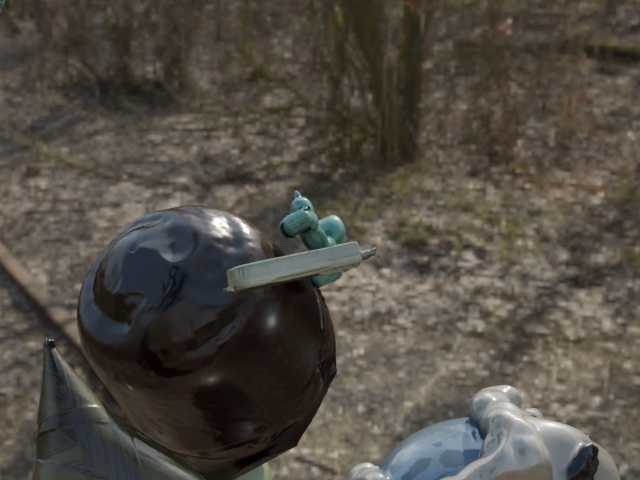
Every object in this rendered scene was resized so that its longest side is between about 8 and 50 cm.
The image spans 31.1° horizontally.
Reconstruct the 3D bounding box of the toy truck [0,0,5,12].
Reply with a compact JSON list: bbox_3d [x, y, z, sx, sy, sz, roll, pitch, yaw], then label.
[{"bbox_3d":[-0.370,-0.285,1.070,0.156,0.279,0.155,10,-21,-6],"label":"toy truck"}]

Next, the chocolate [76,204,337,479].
[{"bbox_3d":[-0.192,0.131,1.679,0.383,0.384,0.331,10,-17,29],"label":"chocolate"}]

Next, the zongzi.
[{"bbox_3d":[-0.241,0.245,1.414,0.221,0.242,0.112,3,-8,-7],"label":"zongzi"}]

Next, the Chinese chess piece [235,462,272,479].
[{"bbox_3d":[-0.183,0.457,2.139,0.188,0.083,0.188,-5,47,5],"label":"Chinese chess piece"}]

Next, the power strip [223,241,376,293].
[{"bbox_3d":[-0.022,0.030,1.329,0.191,0.030,0.047,-12,-7,-18],"label":"power strip"}]

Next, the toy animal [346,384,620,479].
[{"bbox_3d":[0.135,0.214,0.917,0.204,0.208,0.156,-35,32,2],"label":"toy animal"}]

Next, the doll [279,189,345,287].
[{"bbox_3d":[0.000,0.000,1.734,0.059,0.159,0.158,-26,23,17],"label":"doll"}]
